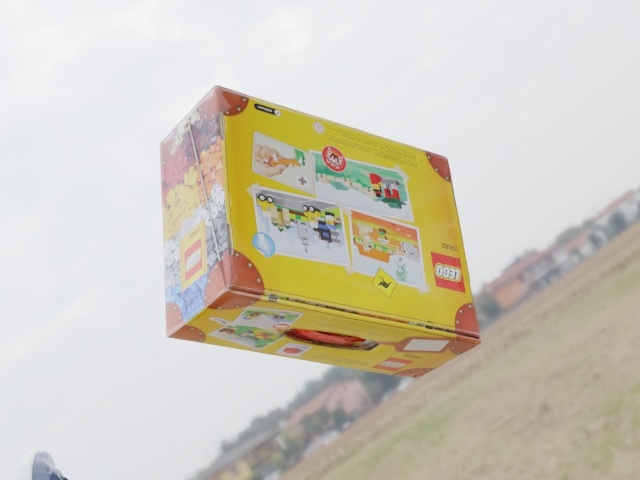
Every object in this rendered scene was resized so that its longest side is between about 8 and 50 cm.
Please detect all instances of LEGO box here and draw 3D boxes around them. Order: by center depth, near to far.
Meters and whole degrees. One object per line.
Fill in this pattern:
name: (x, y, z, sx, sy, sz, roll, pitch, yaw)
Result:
LEGO box: (0.000, 0.000, 1.858, 0.500, 0.372, 0.193, 14, -34, -32)

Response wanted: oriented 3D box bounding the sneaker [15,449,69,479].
sneaker: (-0.299, 0.393, 1.464, 0.148, 0.350, 0.131, -24, -48, -12)
